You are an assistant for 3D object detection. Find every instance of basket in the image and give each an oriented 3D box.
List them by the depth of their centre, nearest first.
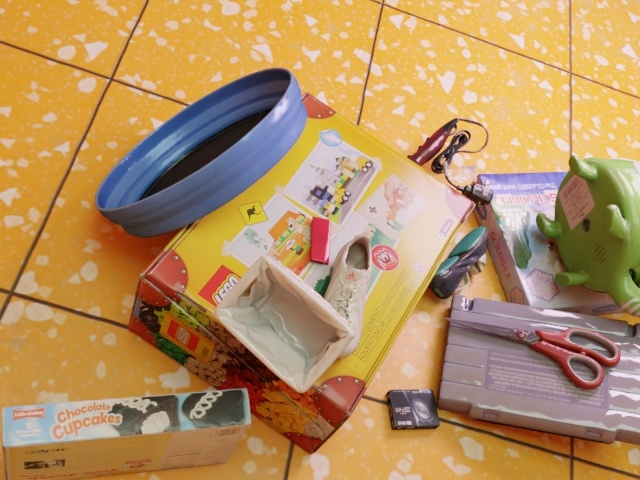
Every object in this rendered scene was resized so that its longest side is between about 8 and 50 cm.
[{"bbox_3d":[-0.043,0.112,1.126,0.167,0.103,0.113,41,95,7],"label":"basket"}]

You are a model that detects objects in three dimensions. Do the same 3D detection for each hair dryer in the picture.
[{"bbox_3d":[0.201,-0.157,1.654,0.294,0.080,0.223,6,50,-5],"label":"hair dryer"}]

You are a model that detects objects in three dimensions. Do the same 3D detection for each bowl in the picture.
[{"bbox_3d":[-0.194,-0.147,1.359,0.077,0.391,0.391,56,50,-25],"label":"bowl"}]

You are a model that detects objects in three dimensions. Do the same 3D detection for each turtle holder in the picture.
[{"bbox_3d":[0.574,-0.014,1.496,0.228,0.243,0.320,0,28,-18],"label":"turtle holder"}]

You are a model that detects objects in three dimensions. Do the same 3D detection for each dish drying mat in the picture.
[{"bbox_3d":[0.000,0.000,1.292,0.032,0.008,0.083,12,55,-14],"label":"dish drying mat"}]

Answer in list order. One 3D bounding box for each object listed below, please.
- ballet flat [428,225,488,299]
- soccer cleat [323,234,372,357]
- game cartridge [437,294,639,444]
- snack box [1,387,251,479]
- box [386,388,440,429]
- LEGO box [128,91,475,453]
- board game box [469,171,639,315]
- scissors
[{"bbox_3d":[0.273,0.048,1.567,0.074,0.074,0.203,43,49,10],"label":"ballet flat"},{"bbox_3d":[0.040,0.079,1.215,0.068,0.076,0.196,16,56,-10],"label":"soccer cleat"},{"bbox_3d":[0.395,0.227,1.439,0.355,0.068,0.230,9,59,9],"label":"game cartridge"},{"bbox_3d":[-0.275,0.278,1.149,0.322,0.187,0.060,-1,59,-20],"label":"snack box"},{"bbox_3d":[0.158,0.290,1.397,0.083,0.018,0.067,4,58,-17],"label":"box"},{"bbox_3d":[-0.018,0.037,1.387,0.372,0.193,0.500,34,54,4],"label":"LEGO box"},{"bbox_3d":[0.494,0.004,1.667,0.319,0.066,0.318,-4,61,-21],"label":"board game box"},{"bbox_3d":[0.375,0.167,1.441,0.297,0.021,0.109,24,61,20],"label":"scissors"}]
